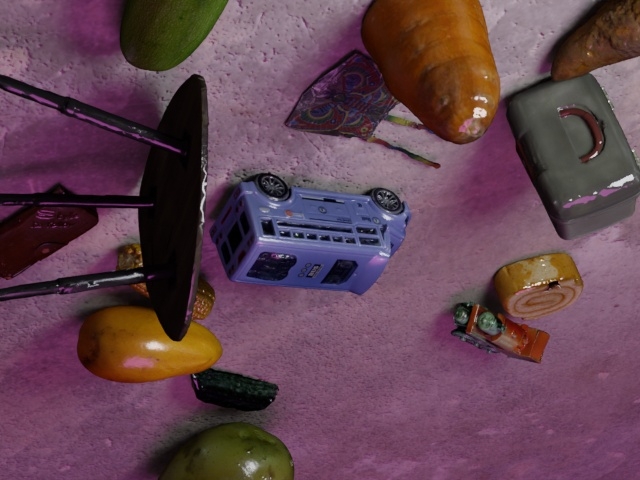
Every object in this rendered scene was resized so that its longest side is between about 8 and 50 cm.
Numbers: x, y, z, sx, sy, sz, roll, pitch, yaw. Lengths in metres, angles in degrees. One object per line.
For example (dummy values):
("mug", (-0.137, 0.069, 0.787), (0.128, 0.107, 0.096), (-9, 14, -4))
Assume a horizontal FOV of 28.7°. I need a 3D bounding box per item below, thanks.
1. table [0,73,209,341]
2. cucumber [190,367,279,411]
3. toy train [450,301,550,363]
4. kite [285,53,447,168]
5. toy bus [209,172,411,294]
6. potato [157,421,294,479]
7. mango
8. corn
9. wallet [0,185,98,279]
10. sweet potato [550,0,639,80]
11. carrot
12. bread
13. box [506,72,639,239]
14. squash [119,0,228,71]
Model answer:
("table", (-0.287, -0.034, 1.471), (0.249, 0.317, 0.317), (4, 140, -21))
("cucumber", (-0.167, 0.260, 2.157), (0.070, 0.046, 0.220), (-31, 145, 30))
("toy train", (0.307, 0.157, 2.170), (0.118, 0.074, 0.176), (8, 165, 40))
("kite", (0.093, -0.168, 1.718), (0.285, 0.015, 0.152), (19, 133, -38))
("toy bus", (0.000, 0.000, 1.796), (0.292, 0.133, 0.125), (6, 138, -31))
("potato", (-0.183, 0.446, 2.265), (0.216, 0.216, 0.304), (14, 146, -38))
("mango", (-0.255, 0.159, 1.883), (0.219, 0.145, 0.112), (7, 102, -19))
("corn", (-0.223, 0.064, 1.836), (0.068, 0.068, 0.207), (-31, 144, 17))
("wallet", (-0.390, -0.006, 1.696), (0.176, 0.026, 0.095), (-31, 142, 14))
("sweet potato", (0.442, -0.301, 1.622), (0.341, 0.092, 0.114), (-32, 178, 18))
("carrot", (0.156, -0.205, 1.520), (0.159, 0.225, 0.159), (-13, 140, -11))
("bread", (0.374, 0.084, 2.144), (0.149, 0.073, 0.122), (-14, 147, -8))
("box", (0.354, -0.117, 1.743), (0.148, 0.210, 0.129), (-21, 152, 4))
("squash", (-0.129, -0.317, 1.327), (0.107, 0.107, 0.395), (2, 140, -28))
